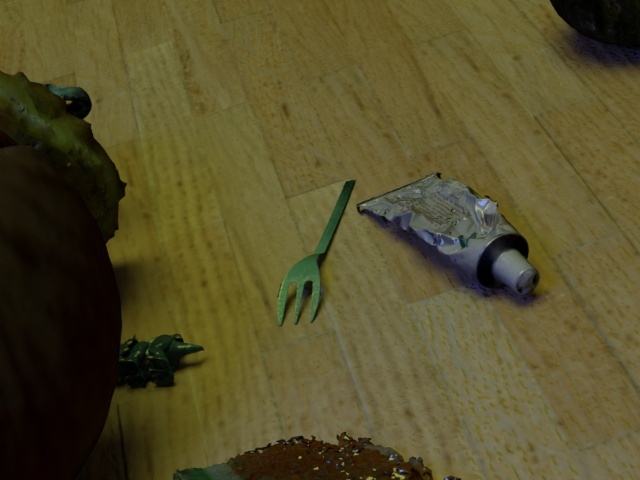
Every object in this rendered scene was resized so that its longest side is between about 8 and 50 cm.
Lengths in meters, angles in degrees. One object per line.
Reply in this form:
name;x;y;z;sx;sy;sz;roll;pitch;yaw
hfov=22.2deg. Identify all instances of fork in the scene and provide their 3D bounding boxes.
fork;-0.001;-0.002;1.448;0.039;0.021;0.235;-4;32;17

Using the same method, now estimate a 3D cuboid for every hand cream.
hand cream;0.111;-0.013;1.384;0.084;0.050;0.257;-27;27;-10

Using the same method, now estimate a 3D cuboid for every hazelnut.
hazelnut;-0.316;0.087;1.150;0.359;0.359;0.409;-1;43;27

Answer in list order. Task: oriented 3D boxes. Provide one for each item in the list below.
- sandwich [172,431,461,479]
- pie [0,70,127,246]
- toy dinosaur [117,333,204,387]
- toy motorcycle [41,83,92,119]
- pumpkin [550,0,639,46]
sandwich;0.011;0.184;1.062;0.159;0.079;0.235;-34;33;-28
pie;-0.324;-0.039;1.404;0.288;0.355;0.103;-29;52;23
toy dinosaur;-0.140;0.096;1.346;0.083;0.030;0.047;-6;33;20
toy motorcycle;-0.342;-0.065;1.579;0.260;0.206;0.154;-22;71;-13
pumpkin;0.326;-0.284;1.622;0.224;0.157;0.223;-7;46;7
